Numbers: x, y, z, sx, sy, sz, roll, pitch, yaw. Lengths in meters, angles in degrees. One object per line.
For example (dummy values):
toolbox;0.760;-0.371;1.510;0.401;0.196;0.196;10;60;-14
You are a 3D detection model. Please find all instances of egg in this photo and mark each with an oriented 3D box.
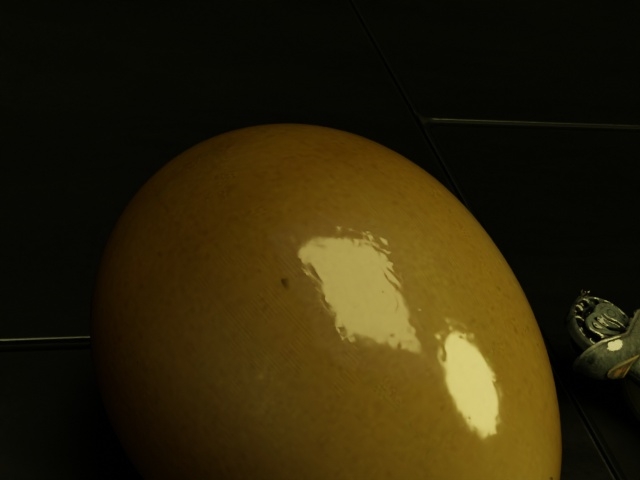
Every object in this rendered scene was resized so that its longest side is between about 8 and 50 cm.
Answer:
egg;0.005;0.077;0.919;0.250;0.250;0.322;-21;60;-41

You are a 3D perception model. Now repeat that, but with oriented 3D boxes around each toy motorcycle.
toy motorcycle;0.303;0.092;1.174;0.263;0.091;0.157;-7;51;-34
